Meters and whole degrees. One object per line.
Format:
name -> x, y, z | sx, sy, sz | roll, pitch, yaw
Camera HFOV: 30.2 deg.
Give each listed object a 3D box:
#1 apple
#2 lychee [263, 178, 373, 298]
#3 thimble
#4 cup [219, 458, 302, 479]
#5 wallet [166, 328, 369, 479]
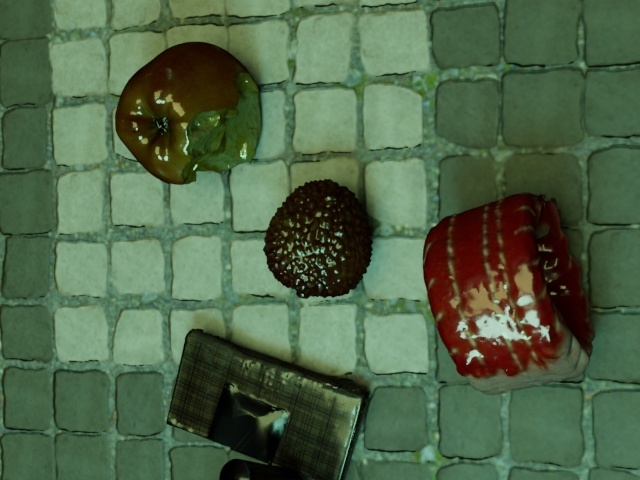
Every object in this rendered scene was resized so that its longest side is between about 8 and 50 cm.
apple -> -0.152, -0.144, 1.332 | 0.156, 0.158, 0.147 | -44, 72, 22
lychee -> -0.003, -0.002, 1.287 | 0.123, 0.123, 0.129 | -3, 94, 24
thimble -> 0.188, 0.055, 1.180 | 0.125, 0.163, 0.189 | -19, 82, 24
cup -> -0.034, 0.354, 1.255 | 0.166, 0.177, 0.239 | 15, 103, 21
wallet -> -0.064, 0.191, 1.354 | 0.230, 0.042, 0.124 | 17, 96, 18
